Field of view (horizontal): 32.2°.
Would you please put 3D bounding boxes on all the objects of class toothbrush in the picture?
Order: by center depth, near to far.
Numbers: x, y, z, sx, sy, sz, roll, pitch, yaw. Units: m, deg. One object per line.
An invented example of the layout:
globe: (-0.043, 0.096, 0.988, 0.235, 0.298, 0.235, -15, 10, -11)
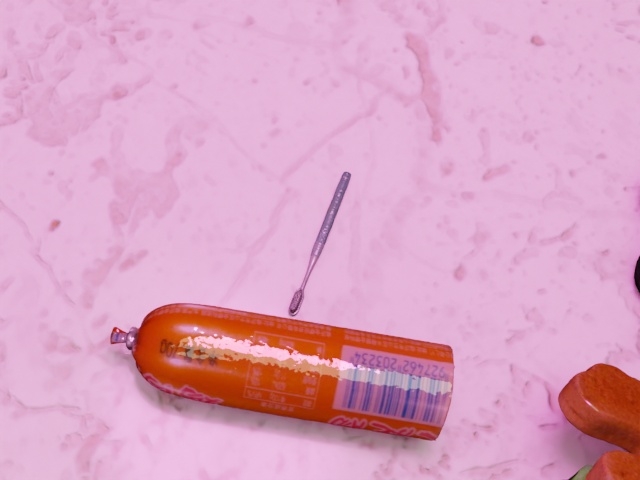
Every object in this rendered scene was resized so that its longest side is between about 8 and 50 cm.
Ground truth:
toothbrush: (0.000, 0.000, 1.116, 0.011, 0.014, 0.167, 18, 67, 9)

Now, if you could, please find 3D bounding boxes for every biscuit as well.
biscuit: (0.366, 0.218, 1.010, 0.334, 0.047, 0.202, 16, 34, -20)

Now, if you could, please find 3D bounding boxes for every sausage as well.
sausage: (-0.039, 0.116, 1.025, 0.312, 0.093, 0.093, 10, 68, -4)

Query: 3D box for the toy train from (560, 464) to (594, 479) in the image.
toy train: (0.223, 0.330, 0.960, 0.188, 0.132, 0.243, 39, 66, 13)

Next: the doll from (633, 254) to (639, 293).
doll: (0.398, 0.004, 1.105, 0.143, 0.135, 0.234, 10, 77, 1)
